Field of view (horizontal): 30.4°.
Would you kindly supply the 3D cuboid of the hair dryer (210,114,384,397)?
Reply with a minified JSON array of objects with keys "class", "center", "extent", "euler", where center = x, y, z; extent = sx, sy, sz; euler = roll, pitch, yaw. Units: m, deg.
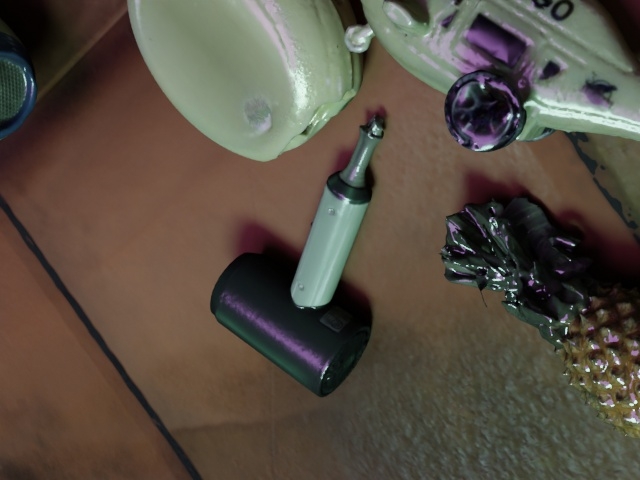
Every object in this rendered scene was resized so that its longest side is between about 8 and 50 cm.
[{"class":"hair dryer","center":[0.000,0.000,0.732],"extent":[0.100,0.057,0.197],"euler":[35,127,17]}]

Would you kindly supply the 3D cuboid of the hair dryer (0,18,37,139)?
[{"class":"hair dryer","center":[-0.322,-0.208,0.846],"extent":[0.296,0.119,0.298],"euler":[-2,101,46]}]

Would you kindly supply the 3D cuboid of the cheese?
[{"class":"cheese","center":[-0.072,-0.150,0.673],"extent":[0.227,0.064,0.137],"euler":[49,136,4]}]

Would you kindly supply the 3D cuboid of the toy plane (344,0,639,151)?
[{"class":"toy plane","center":[0.132,-0.072,0.544],"extent":[0.286,0.092,0.108],"euler":[37,111,18]}]

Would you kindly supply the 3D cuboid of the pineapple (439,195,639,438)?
[{"class":"pineapple","center":[0.131,0.036,0.626],"extent":[0.159,0.074,0.074],"euler":[41,137,23]}]
